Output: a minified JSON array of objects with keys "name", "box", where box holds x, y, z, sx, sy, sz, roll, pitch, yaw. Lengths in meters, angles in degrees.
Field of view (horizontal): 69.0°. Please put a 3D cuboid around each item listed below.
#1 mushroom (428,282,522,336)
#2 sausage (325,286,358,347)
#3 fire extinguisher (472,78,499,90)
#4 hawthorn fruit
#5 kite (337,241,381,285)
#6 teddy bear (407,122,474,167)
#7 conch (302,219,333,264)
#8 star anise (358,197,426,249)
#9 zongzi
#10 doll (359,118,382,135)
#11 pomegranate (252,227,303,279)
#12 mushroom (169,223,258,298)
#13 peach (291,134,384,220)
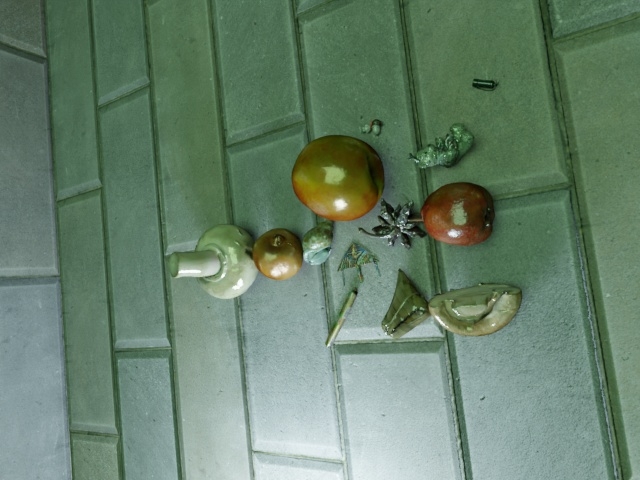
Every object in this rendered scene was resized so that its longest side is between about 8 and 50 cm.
[{"name":"mushroom","box":[0.495,0.230,1.463,0.286,0.156,0.151,-13,102,29]},{"name":"sausage","box":[0.079,0.295,1.761,0.033,0.033,0.269,31,104,27]},{"name":"fire extinguisher","box":[0.540,-0.508,1.519,0.083,0.025,0.038,17,135,30]},{"name":"hawthorn fruit","box":[0.411,-0.083,1.481,0.262,0.210,0.210,1,89,37]},{"name":"kite","box":[0.137,0.082,1.746,0.183,0.010,0.160,-17,81,29]},{"name":"teddy bear","box":[0.406,-0.292,1.547,0.213,0.111,0.133,-28,33,17]},{"name":"conch","box":[-0.013,0.007,1.785,0.116,0.106,0.172,5,115,-3]},{"name":"star anise","box":[0.253,-0.048,1.610,0.231,0.089,0.209,-37,100,26]},{"name":"zongzi","box":[0.271,0.223,1.619,0.194,0.099,0.197,-45,57,21]},{"name":"doll","box":[0.187,-0.420,1.717,0.085,0.040,0.058,17,107,29]},{"name":"pomegranate","box":[-0.168,0.053,1.820,0.209,0.209,0.209,-1,88,30]},{"name":"mushroom","box":[-0.430,0.097,1.948,0.356,0.315,0.315,-16,79,-6]},{"name":"peach","box":[0.054,-0.218,1.638,0.332,0.308,0.307,-5,86,25]}]
